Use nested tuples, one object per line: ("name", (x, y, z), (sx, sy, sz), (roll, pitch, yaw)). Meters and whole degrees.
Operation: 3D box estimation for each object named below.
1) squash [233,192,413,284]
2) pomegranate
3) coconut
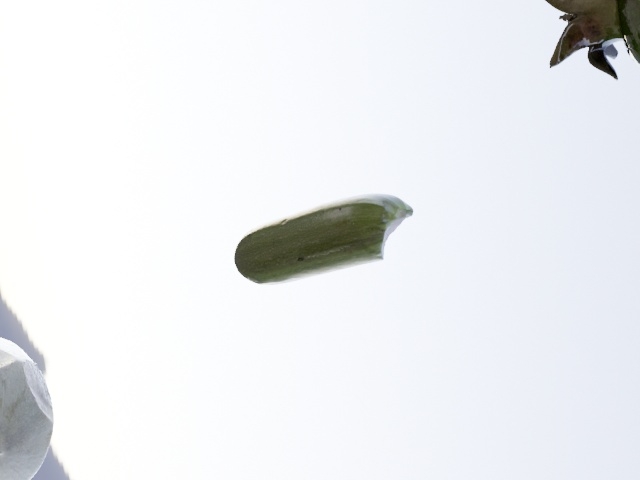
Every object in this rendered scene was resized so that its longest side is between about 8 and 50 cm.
("squash", (0.000, 0.000, 1.142), (0.239, 0.069, 0.069), (-16, -97, 48))
("pomegranate", (0.254, -0.159, 0.829), (0.169, 0.149, 0.148), (-25, -106, 45))
("coconut", (-0.330, 0.165, 1.097), (0.162, 0.161, 0.161), (-164, -114, -67))
